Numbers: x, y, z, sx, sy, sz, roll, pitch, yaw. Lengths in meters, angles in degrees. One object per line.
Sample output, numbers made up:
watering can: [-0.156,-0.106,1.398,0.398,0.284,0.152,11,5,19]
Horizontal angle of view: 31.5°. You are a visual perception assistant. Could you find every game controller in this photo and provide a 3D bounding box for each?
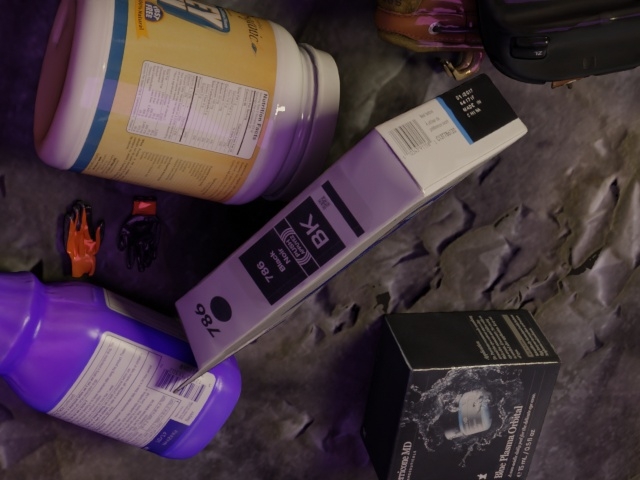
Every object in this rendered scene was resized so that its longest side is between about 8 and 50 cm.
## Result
game controller: [0.262,-0.209,0.777,0.319,0.067,0.167,-11,109,-1]

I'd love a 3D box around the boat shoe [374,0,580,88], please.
boat shoe: [0.184,-0.174,0.887,0.307,0.111,0.105,9,104,-17]

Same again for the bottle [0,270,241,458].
bottle: [-0.208,0.097,0.977,0.282,0.092,0.118,27,110,-29]

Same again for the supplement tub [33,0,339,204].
supplement tub: [-0.101,-0.107,0.849,0.199,0.144,0.144,11,118,-24]

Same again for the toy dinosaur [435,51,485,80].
toy dinosaur: [0.141,-0.170,0.940,0.092,0.053,0.183,-37,125,6]

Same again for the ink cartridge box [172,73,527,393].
ink cartridge box: [0.000,0.000,0.900,0.065,0.165,0.332,53,130,4]

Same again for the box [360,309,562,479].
box: [0.135,0.158,1.124,0.158,0.093,0.156,-1,122,-15]

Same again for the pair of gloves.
pair of gloves: [-0.178,-0.004,0.972,0.083,0.010,0.074,-5,122,-17]
